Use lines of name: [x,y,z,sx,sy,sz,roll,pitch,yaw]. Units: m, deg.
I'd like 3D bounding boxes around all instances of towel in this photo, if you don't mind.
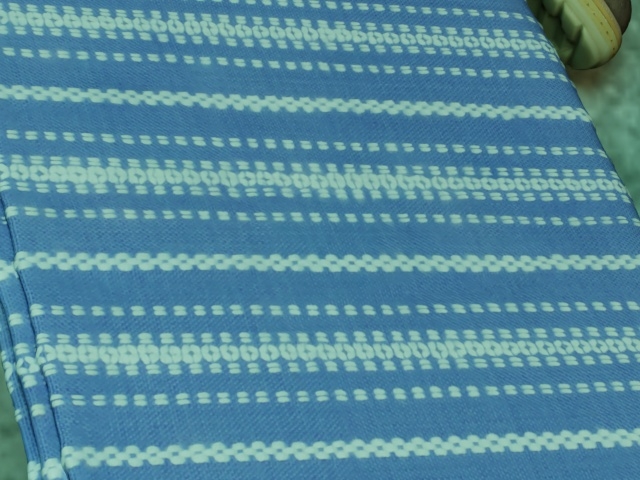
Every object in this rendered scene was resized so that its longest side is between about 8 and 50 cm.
towel: [0.000,0.000,0.648,0.243,0.040,0.336,-1,48,-24]

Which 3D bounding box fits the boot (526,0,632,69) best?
boot: [0.110,-0.220,0.839,0.207,0.090,0.248,-35,86,-15]
